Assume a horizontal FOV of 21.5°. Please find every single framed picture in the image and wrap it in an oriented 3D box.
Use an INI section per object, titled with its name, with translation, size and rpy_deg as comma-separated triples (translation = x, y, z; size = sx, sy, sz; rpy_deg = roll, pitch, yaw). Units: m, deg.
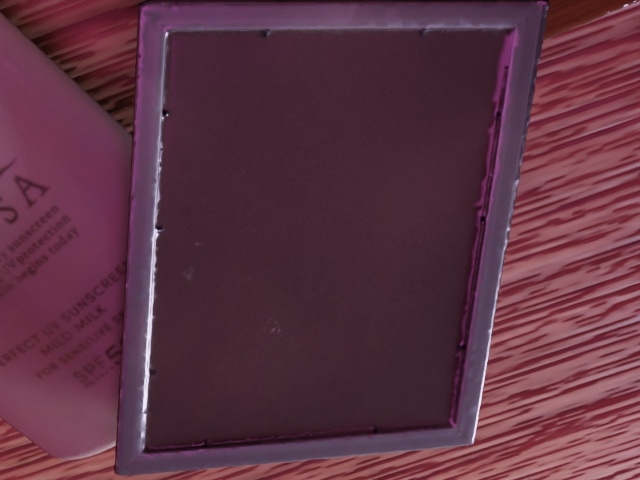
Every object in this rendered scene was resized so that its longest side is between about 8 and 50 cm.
[framed picture]
translation = 0.000, 0.000, 0.884
size = 0.217, 0.017, 0.274
rpy_deg = -1, 117, -19

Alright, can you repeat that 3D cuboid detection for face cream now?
[face cream]
translation = -0.190, -0.030, 0.865
size = 0.173, 0.081, 0.348
rpy_deg = -36, 123, 14

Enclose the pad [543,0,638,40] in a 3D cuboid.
[pad]
translation = 0.082, -0.216, 0.800
size = 0.286, 0.018, 0.284
rpy_deg = -22, 126, 8
